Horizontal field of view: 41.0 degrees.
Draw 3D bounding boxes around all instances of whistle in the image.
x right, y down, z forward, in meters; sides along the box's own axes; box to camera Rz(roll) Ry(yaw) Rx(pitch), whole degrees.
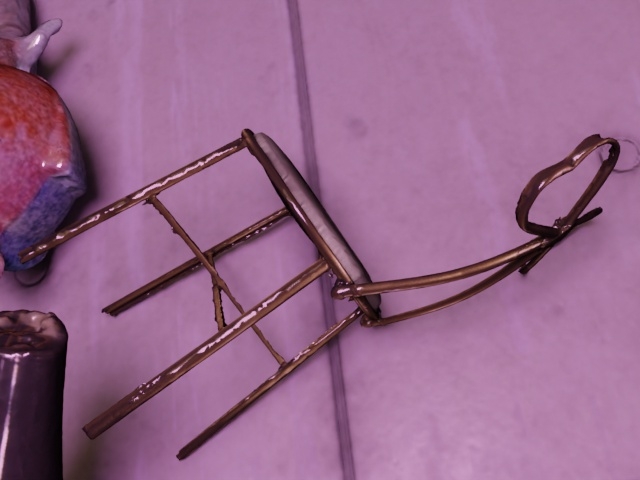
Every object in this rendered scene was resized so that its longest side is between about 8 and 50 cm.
[{"bbox_3d":[-0.255,-0.108,0.658,0.142,0.133,0.346,-41,49,34],"label":"whistle"}]

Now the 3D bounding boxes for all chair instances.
[{"bbox_3d":[0.000,0.000,0.539,0.325,0.160,0.170,-33,65,2],"label":"chair"}]

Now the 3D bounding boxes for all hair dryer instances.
[{"bbox_3d":[-0.279,0.160,0.530,0.359,0.120,0.304,15,105,34],"label":"hair dryer"}]
